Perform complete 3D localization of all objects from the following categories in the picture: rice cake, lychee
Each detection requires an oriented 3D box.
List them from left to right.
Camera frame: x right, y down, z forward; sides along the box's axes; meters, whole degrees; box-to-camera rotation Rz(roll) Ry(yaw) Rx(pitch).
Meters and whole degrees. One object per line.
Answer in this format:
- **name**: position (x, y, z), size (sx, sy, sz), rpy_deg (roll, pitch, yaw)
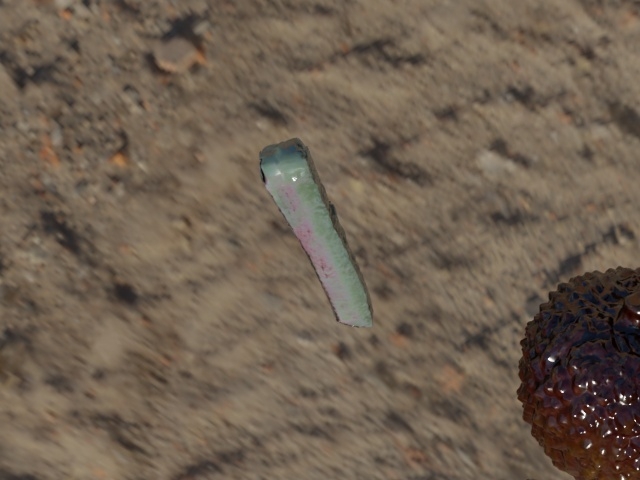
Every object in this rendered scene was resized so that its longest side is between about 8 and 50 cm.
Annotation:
- **rice cake**: position (0.001, 0.000, 1.081), size (0.033, 0.207, 0.033), rpy_deg (-13, 56, 9)
- **lychee**: position (0.163, 0.076, 0.835), size (0.123, 0.129, 0.123), rpy_deg (-18, 26, 9)

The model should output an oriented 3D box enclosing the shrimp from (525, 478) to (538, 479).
- **shrimp**: position (0.148, 0.200, 1.107), size (0.190, 0.073, 0.075), rpy_deg (4, 73, 6)
